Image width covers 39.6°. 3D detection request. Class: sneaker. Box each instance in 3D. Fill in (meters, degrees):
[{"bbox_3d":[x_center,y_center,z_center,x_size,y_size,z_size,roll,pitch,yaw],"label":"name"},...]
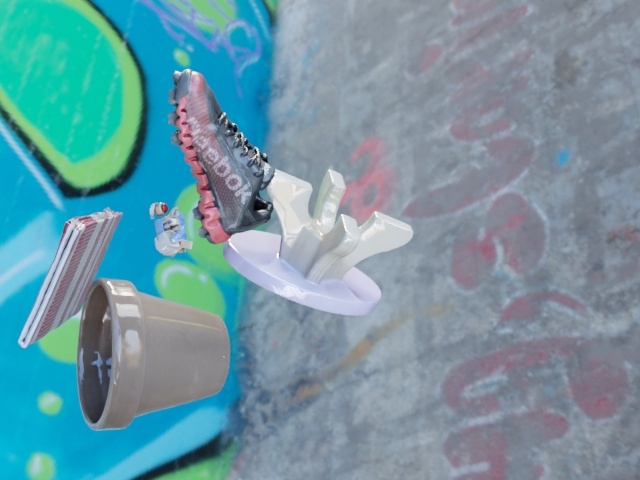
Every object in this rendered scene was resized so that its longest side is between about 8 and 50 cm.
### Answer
[{"bbox_3d":[-0.141,-0.128,1.324,0.135,0.276,0.097,-9,26,9],"label":"sneaker"}]

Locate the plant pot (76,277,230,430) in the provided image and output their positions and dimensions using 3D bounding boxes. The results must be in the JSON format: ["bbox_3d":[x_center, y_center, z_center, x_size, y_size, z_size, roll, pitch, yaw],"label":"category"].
[{"bbox_3d":[-0.293,0.202,1.587,0.263,0.229,0.263,-12,77,60],"label":"plant pot"}]

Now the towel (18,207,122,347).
[{"bbox_3d":[-0.461,0.059,1.648,0.329,0.037,0.237,-93,27,-84],"label":"towel"}]

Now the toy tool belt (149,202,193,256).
[{"bbox_3d":[-0.211,-0.021,1.287,0.051,0.052,0.083,-19,74,23],"label":"toy tool belt"}]

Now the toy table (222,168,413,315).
[{"bbox_3d":[0.000,0.000,1.438,0.161,0.274,0.252,-63,28,22],"label":"toy table"}]
